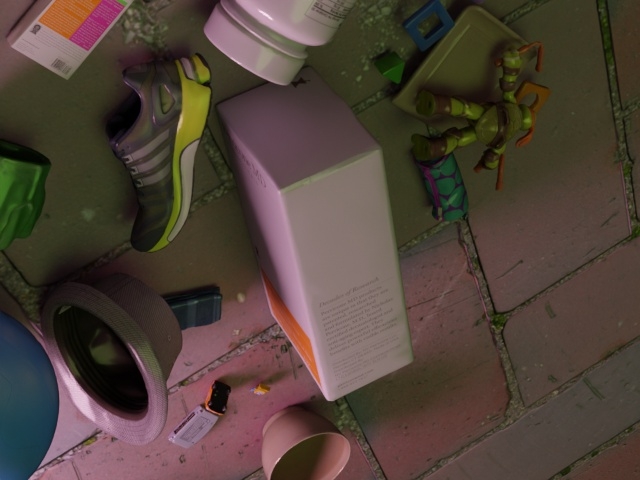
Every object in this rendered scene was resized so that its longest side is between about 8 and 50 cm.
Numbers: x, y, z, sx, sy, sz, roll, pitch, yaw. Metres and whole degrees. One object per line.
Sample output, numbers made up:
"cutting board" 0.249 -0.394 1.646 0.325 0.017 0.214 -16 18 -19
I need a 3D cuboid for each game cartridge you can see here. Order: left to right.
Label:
"game cartridge" -0.219 0.325 2.021 0.083 0.017 0.056 -45 133 8

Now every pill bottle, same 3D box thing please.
"pill bottle" -0.019 -0.349 1.467 0.160 0.160 0.283 19 114 -42

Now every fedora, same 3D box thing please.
"fedora" -0.289 0.154 1.714 0.124 0.244 0.275 -42 137 -39

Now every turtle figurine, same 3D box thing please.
"turtle figurine" 0.250 -0.171 1.783 0.217 0.087 0.269 -9 131 -24

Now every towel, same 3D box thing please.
"towel" -0.213 0.112 1.832 0.119 0.029 0.067 -12 131 -26

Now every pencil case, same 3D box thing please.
"pencil case" 0.197 -0.095 1.895 0.070 0.064 0.151 -59 144 -28

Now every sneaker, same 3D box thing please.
"sneaker" -0.235 -0.118 1.581 0.121 0.111 0.300 2 120 -22

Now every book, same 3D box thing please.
"book" -0.305 -0.276 1.438 0.144 0.035 0.096 -47 139 11

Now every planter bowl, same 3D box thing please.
"planter bowl" -0.041 0.370 2.107 0.162 0.109 0.162 -18 135 -19

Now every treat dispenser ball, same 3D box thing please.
"treat dispenser ball" -0.496 0.221 1.553 0.288 0.288 0.288 -18 134 -20

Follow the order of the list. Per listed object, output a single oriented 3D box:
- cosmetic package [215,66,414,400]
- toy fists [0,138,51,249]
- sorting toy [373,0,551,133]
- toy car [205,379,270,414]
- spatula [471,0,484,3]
"cosmetic package" 0.000 0.000 1.729 0.162 0.230 0.453 -24 135 -13
"toy fists" -0.481 -0.069 1.456 0.279 0.096 0.142 13 108 -38
"sorting toy" 0.219 -0.258 1.787 0.348 0.047 0.196 24 115 -43
"toy car" -0.146 0.276 2.000 0.122 0.060 0.040 10 152 -31
"spatula" 0.170 -0.440 1.607 0.084 0.030 0.296 -46 136 8
